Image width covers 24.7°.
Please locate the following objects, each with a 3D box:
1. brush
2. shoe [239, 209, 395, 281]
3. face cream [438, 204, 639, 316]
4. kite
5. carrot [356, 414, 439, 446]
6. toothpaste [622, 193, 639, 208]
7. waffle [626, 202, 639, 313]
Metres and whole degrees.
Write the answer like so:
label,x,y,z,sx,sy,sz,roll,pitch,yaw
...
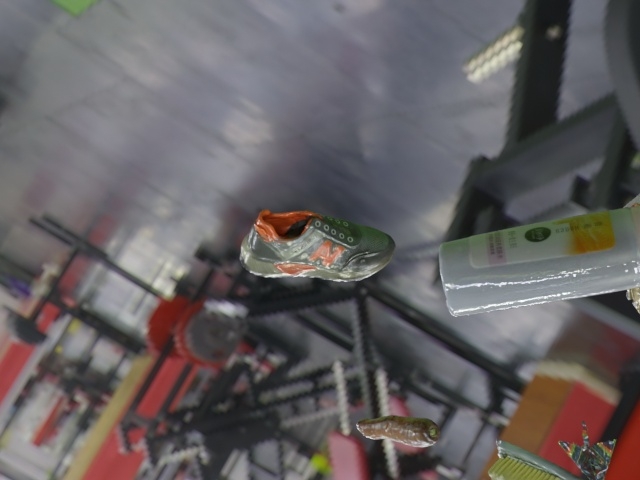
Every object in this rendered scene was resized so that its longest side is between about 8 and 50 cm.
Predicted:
label,x,y,z,sx,sy,sz,roll,pitch,yaw
brush,0.266,0.280,1.585,0.068,0.060,0.297,46,165,-22
shoe,0.002,0.000,1.766,0.194,0.074,0.077,0,136,-14
face cream,0.193,0.013,1.133,0.084,0.198,0.057,-86,-19,-61
kite,0.337,0.270,1.835,0.004,0.090,0.122,-15,-176,-27
carrot,0.089,0.228,1.773,0.035,0.036,0.165,36,160,-27
toothpaste,0.505,-0.060,2.179,0.040,0.196,0.047,49,-178,-19
waffle,0.539,0.127,1.922,0.376,0.114,0.261,57,178,36
